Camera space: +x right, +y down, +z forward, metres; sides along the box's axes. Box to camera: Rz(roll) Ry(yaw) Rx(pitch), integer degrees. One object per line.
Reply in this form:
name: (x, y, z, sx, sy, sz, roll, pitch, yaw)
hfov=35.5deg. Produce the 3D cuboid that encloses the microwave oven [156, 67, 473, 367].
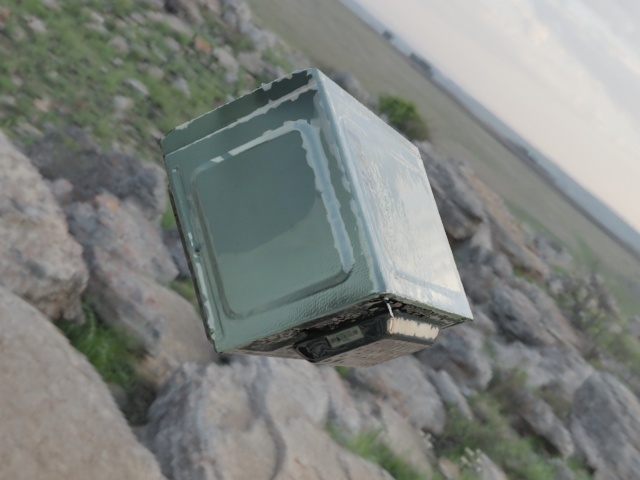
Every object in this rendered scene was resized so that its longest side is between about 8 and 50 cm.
microwave oven: (0.000, 0.000, 0.667, 0.205, 0.129, 0.163, 22, 50, -65)
